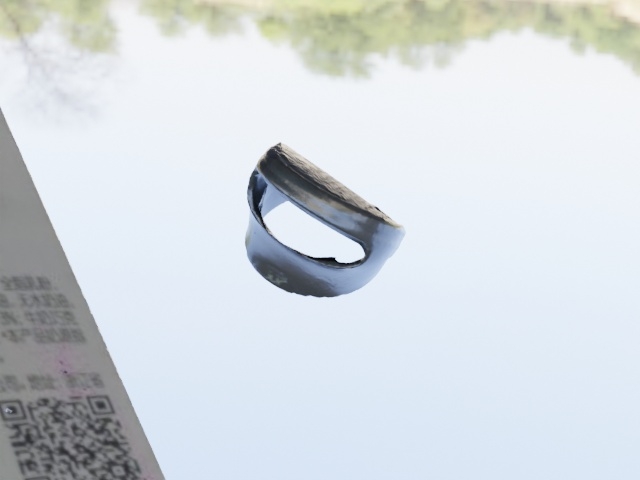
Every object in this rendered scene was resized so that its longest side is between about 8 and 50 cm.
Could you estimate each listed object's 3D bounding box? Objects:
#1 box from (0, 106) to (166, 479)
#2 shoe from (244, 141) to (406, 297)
[{"bbox_3d":[-0.192,0.042,0.412,0.273,0.048,0.265,-2,-136,-31],"label":"box"},{"bbox_3d":[0.000,0.000,1.081,0.108,0.093,0.241,37,-176,10],"label":"shoe"}]
